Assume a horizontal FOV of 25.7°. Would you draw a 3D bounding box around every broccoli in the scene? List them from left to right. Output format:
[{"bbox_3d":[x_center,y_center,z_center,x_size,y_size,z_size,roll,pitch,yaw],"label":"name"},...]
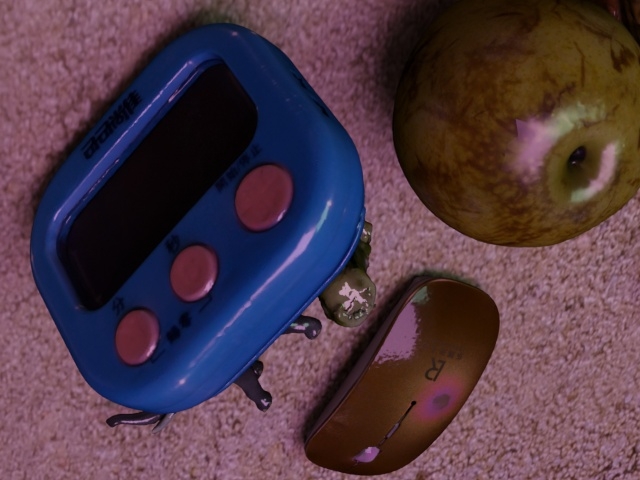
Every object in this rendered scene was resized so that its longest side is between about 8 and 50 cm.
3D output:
[{"bbox_3d":[-0.004,0.007,1.413,0.145,0.304,0.165,-25,113,-4],"label":"broccoli"}]

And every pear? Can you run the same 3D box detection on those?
[{"bbox_3d":[0.201,-0.128,1.425,0.283,0.283,0.284,-11,127,-15],"label":"pear"}]

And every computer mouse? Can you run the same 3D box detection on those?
[{"bbox_3d":[0.100,0.180,1.729,0.158,0.072,0.310,19,116,-30],"label":"computer mouse"}]

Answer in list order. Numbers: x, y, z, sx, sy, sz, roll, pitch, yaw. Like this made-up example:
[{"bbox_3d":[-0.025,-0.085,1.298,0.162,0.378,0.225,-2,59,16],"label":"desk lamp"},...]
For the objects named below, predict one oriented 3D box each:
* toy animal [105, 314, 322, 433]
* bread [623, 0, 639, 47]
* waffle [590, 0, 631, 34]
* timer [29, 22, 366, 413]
[{"bbox_3d":[-0.113,0.142,1.607,0.137,0.082,0.269,30,113,-33],"label":"toy animal"},{"bbox_3d":[0.359,-0.207,1.432,0.084,0.077,0.367,-54,140,-21],"label":"bread"},{"bbox_3d":[0.344,-0.371,1.414,0.224,0.098,0.328,-25,129,-1],"label":"waffle"},{"bbox_3d":[-0.120,-0.022,1.335,0.340,0.309,0.115,-47,142,14],"label":"timer"}]
